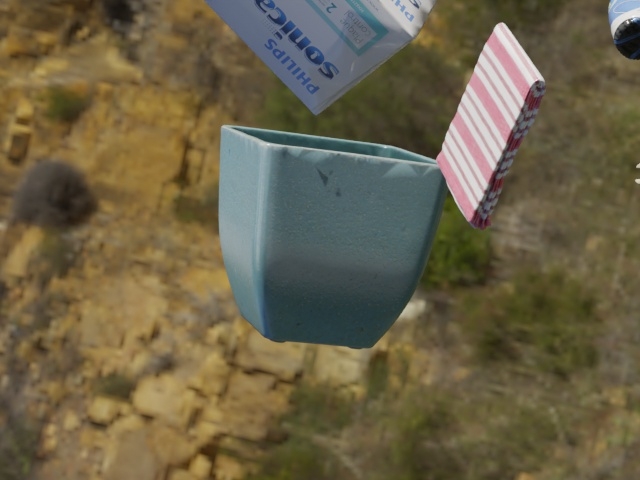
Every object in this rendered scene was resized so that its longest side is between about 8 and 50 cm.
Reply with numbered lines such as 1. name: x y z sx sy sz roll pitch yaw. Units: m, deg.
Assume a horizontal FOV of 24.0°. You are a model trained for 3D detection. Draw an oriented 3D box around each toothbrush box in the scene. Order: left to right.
1. toothbrush box: 0.005 -0.279 1.287 0.126 0.216 0.295 -35 15 36

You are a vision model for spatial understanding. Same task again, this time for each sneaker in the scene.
1. sneaker: 0.433 -0.260 1.742 0.081 0.211 0.080 -103 19 -47

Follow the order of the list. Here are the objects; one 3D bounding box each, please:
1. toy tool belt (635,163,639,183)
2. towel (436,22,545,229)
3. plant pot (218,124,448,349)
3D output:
1. toy tool belt: 0.303 -0.061 1.316 0.083 0.052 0.051 -53 37 -7
2. towel: 0.190 -0.128 1.673 0.144 0.029 0.197 -111 36 -53
3. plant pot: 0.000 0.000 1.923 0.248 0.247 0.252 -148 65 -71
